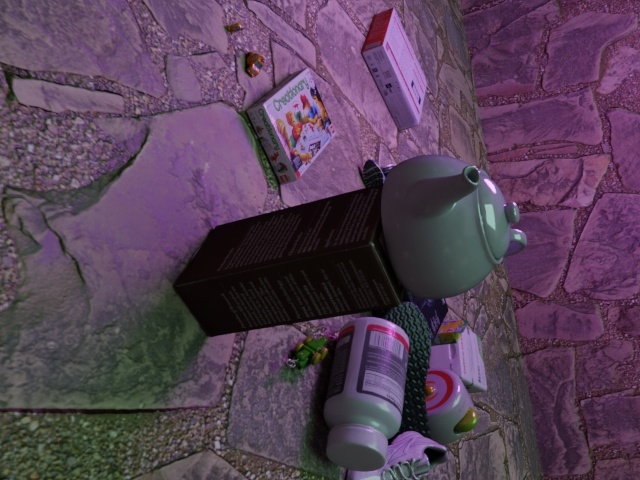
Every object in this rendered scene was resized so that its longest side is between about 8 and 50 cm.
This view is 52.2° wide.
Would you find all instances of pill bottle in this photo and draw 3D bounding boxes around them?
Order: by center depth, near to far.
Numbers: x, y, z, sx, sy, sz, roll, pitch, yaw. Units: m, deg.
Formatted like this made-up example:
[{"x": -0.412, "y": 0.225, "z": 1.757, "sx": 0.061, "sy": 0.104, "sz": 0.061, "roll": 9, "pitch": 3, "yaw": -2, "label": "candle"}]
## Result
[{"x": 0.103, "y": 0.349, "z": 1.495, "sx": 0.176, "sy": 0.177, "sz": 0.318, "roll": 55, "pitch": 34, "yaw": -35, "label": "pill bottle"}]

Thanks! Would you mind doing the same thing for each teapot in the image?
[{"x": 0.223, "y": -0.027, "z": 1.044, "sx": 0.256, "sy": 0.187, "sz": 0.252, "roll": -53, "pitch": 128, "yaw": -57, "label": "teapot"}]

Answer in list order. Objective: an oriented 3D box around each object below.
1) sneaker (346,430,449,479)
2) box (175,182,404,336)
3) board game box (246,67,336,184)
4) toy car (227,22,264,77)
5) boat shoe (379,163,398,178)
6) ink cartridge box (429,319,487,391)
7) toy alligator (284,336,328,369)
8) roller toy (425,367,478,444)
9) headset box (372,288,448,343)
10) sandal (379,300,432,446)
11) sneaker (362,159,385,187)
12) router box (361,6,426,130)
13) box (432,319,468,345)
[{"x": 0.185, "y": 0.538, "z": 1.569, "sx": 0.297, "sy": 0.129, "sz": 0.110, "roll": -16, "pitch": 94, "yaw": -39, "label": "sneaker"}, {"x": -0.039, "y": 0.038, "z": 1.141, "sx": 0.143, "sy": 0.382, "sz": 0.191, "roll": 64, "pitch": 30, "yaw": -28, "label": "box"}, {"x": -0.062, "y": -0.287, "z": 1.603, "sx": 0.192, "sy": 0.053, "sz": 0.305, "roll": 65, "pitch": 29, "yaw": -21, "label": "board game box"}, {"x": -0.166, "y": -0.433, "z": 1.485, "sx": 0.122, "sy": 0.041, "sz": 0.060, "roll": 51, "pitch": 37, "yaw": -41, "label": "toy car"}, {"x": 0.241, "y": -0.198, "z": 2.120, "sx": 0.206, "sy": 0.075, "sz": 0.064, "roll": 16, "pitch": 61, "yaw": -65, "label": "boat shoe"}, {"x": 0.465, "y": 0.403, "z": 2.230, "sx": 0.273, "sy": 0.115, "sz": 0.198, "roll": 35, "pitch": 48, "yaw": -53, "label": "ink cartridge box"}, {"x": -0.036, "y": 0.256, "z": 1.415, "sx": 0.190, "sy": 0.056, "sz": 0.051, "roll": -22, "pitch": 138, "yaw": -63, "label": "toy alligator"}, {"x": 0.325, "y": 0.465, "z": 1.854, "sx": 0.146, "sy": 0.210, "sz": 0.191, "roll": 60, "pitch": 16, "yaw": -29, "label": "roller toy"}, {"x": 0.250, "y": 0.167, "z": 1.908, "sx": 0.283, "sy": 0.131, "sz": 0.246, "roll": -40, "pitch": 113, "yaw": -60, "label": "headset box"}, {"x": 0.201, "y": 0.382, "z": 1.736, "sx": 0.107, "sy": 0.168, "sz": 0.445, "roll": -178, "pitch": -94, "yaw": -72, "label": "sandal"}, {"x": 0.169, "y": -0.188, "z": 2.012, "sx": 0.073, "sy": 0.064, "sz": 0.162, "roll": -96, "pitch": 162, "yaw": -48, "label": "sneaker"}, {"x": 0.277, "y": -0.620, "z": 2.368, "sx": 0.335, "sy": 0.082, "sz": 0.301, "roll": 58, "pitch": 32, "yaw": -33, "label": "router box"}, {"x": 0.365, "y": 0.287, "z": 2.021, "sx": 0.105, "sy": 0.179, "sz": 0.043, "roll": -34, "pitch": 108, "yaw": -61, "label": "box"}]
